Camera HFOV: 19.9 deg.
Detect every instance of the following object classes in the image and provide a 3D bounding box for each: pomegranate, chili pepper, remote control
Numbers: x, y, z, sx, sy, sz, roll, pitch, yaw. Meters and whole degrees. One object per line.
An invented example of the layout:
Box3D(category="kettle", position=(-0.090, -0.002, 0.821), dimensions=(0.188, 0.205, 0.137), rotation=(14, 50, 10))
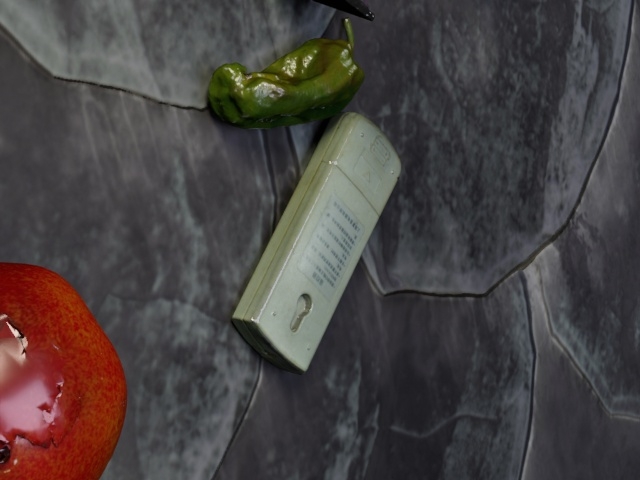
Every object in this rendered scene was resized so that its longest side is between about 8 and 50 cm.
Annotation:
Box3D(category="pomegranate", position=(-0.229, 0.112, 1.218), dimensions=(0.235, 0.210, 0.210), rotation=(64, 38, -79))
Box3D(category="chili pepper", position=(-0.008, -0.137, 1.561), dimensions=(0.204, 0.072, 0.073), rotation=(-24, 111, -47))
Box3D(category="remote control", position=(0.000, 0.000, 1.616), dimensions=(0.098, 0.038, 0.233), rotation=(47, 60, -43))

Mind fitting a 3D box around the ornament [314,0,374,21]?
Box3D(category="ornament", position=(0.047, -0.291, 1.551), dimensions=(0.203, 0.081, 0.088), rotation=(-56, 139, 0))
